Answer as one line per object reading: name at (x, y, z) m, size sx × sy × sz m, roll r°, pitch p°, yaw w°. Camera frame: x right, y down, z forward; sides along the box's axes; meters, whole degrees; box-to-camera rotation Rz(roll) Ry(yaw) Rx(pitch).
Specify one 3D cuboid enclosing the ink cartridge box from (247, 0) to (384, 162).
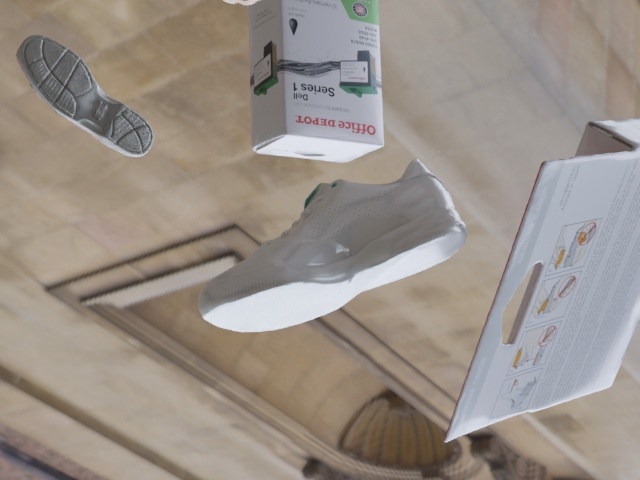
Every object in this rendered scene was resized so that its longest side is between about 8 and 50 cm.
ink cartridge box at (-0.006, -0.223, 1.373) m, size 0.092 × 0.160 × 0.220 m, roll -15°, pitch -104°, yaw 56°

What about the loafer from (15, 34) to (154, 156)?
loafer at (-0.186, -0.106, 0.804) m, size 0.039 × 0.125 × 0.045 m, roll -3°, pitch -129°, yaw 54°

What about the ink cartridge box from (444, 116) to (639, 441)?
ink cartridge box at (0.211, 0.030, 0.912) m, size 0.060 × 0.238 × 0.275 m, roll 41°, pitch -53°, yaw 41°

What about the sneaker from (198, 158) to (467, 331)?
sneaker at (0.000, 0.000, 0.809) m, size 0.212 × 0.080 × 0.094 m, roll -20°, pitch -114°, yaw -8°

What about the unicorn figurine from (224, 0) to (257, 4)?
unicorn figurine at (-0.059, -0.178, 0.497) m, size 0.111 × 0.162 × 0.060 m, roll -3°, pitch -146°, yaw 26°
